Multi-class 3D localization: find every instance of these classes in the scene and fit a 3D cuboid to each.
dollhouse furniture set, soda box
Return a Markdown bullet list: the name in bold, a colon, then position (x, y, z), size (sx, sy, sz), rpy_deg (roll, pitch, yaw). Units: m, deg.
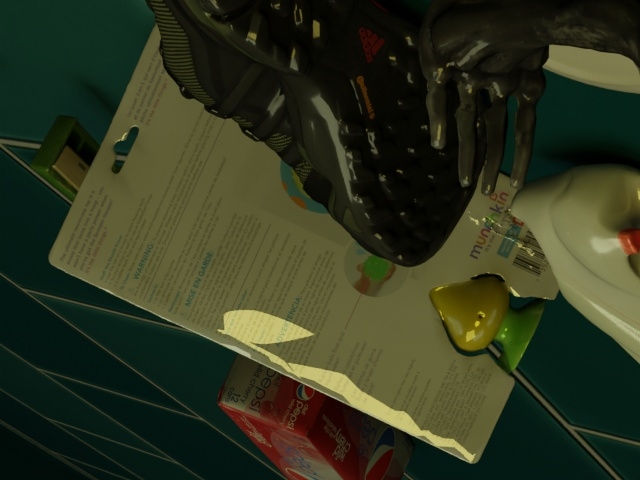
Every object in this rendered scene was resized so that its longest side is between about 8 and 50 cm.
- **dollhouse furniture set**: position (-0.088, -0.034, 0.806), size (0.152, 0.076, 0.058), rpy_deg (15, 160, 32)
- **soda box**: position (0.003, 0.163, 1.217), size (0.092, 0.083, 0.263), rpy_deg (18, 161, 24)

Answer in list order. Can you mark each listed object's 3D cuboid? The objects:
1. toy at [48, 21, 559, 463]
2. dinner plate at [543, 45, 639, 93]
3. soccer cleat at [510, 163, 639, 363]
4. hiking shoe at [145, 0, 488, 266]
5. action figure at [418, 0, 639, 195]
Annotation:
- **toy**: position (0.000, 0.000, 0.713), size (0.237, 0.136, 0.056), rpy_deg (25, -179, 7)
- **dinner plate**: position (0.094, -0.089, 0.504), size (0.141, 0.017, 0.141), rpy_deg (23, 160, 9)
- **soccer cleat**: position (0.165, 0.032, 0.667), size (0.076, 0.068, 0.196), rpy_deg (6, 145, 53)
- **hiking shoe**: position (-0.008, -0.076, 0.605), size (0.114, 0.086, 0.227), rpy_deg (28, 162, 43)
- **action figure**: position (0.138, -0.062, 0.295), size (0.164, 0.140, 0.276), rpy_deg (-14, -178, -23)
